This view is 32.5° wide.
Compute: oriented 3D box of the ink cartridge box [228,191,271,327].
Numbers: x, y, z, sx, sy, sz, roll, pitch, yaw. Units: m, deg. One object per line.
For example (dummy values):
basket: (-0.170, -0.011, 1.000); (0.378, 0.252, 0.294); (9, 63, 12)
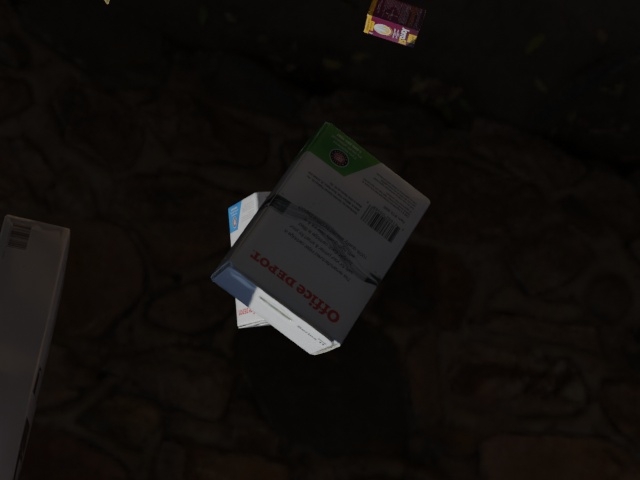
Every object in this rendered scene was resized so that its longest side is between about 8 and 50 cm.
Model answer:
ink cartridge box: (-0.078, 0.030, 1.658); (0.082, 0.190, 0.140); (-3, 173, -23)

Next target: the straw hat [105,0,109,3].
straw hat: (-0.211, -0.331, 1.185); (0.061, 0.144, 0.144); (-9, 155, -15)

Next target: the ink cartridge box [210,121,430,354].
ink cartridge box: (0.000, 0.000, 1.215); (0.153, 0.208, 0.087); (38, 156, -7)

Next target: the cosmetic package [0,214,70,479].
cosmetic package: (-0.260, 0.108, 0.910); (0.061, 0.239, 0.099); (13, 154, -13)

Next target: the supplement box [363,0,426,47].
supplement box: (0.113, -0.336, 1.681); (0.083, 0.043, 0.055); (18, 159, 3)
